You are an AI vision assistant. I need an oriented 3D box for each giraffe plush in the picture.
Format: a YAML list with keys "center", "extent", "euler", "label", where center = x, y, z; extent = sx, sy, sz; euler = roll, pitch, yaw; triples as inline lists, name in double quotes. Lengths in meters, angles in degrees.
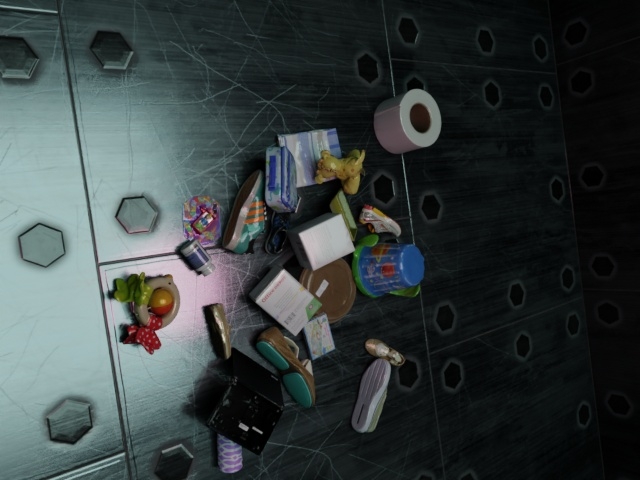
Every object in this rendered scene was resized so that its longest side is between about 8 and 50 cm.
- center: [0.066, -0.274, 1.991]
  extent: [0.170, 0.210, 0.181]
  euler: [6, 92, -9]
  label: "giraffe plush"

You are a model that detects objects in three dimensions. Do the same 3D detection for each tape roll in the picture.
- center: [0.372, -0.506, 2.231]
  extent: [0.246, 0.169, 0.246]
  euler: [2, 86, -34]
  label: "tape roll"

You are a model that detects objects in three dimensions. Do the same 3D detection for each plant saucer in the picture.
- center: [0.036, 0.189, 2.038]
  extent: [0.278, 0.041, 0.278]
  euler: [2, 87, -34]
  label: "plant saucer"
- center: [0.086, -0.099, 2.037]
  extent: [0.188, 0.045, 0.188]
  euler: [-64, 133, -73]
  label: "plant saucer"

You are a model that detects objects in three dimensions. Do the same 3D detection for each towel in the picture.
- center: [-0.030, -0.324, 2.025]
  extent: [0.285, 0.034, 0.209]
  euler: [-16, 97, -35]
  label: "towel"

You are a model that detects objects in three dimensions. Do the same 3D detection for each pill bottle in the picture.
- center: [-0.403, 0.059, 1.723]
  extent: [0.067, 0.067, 0.120]
  euler: [-45, 111, -28]
  label: "pill bottle"

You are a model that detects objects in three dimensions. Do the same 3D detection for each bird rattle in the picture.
- center: [-0.514, 0.210, 1.609]
  extent: [0.207, 0.143, 0.253]
  euler: [-29, 107, -49]
  label: "bird rattle"

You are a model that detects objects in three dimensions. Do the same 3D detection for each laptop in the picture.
- center: [-0.253, 0.538, 1.759]
  extent: [0.234, 0.136, 0.264]
  euler: [40, 66, -26]
  label: "laptop"

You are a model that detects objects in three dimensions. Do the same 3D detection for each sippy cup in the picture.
- center: [0.283, 0.106, 2.080]
  extent: [0.305, 0.224, 0.240]
  euler: [7, 79, -44]
  label: "sippy cup"

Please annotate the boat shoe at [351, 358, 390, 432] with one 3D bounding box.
- center: [0.214, 0.629, 2.111]
  extent: [0.094, 0.109, 0.302]
  euler: [32, 79, -45]
  label: "boat shoe"

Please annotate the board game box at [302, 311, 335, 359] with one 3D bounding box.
- center: [-0.010, 0.363, 1.978]
  extent: [0.103, 0.026, 0.154]
  euler: [-21, 109, -23]
  label: "board game box"

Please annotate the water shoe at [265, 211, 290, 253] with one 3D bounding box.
- center: [-0.140, -0.044, 1.903]
  extent: [0.073, 0.080, 0.203]
  euler: [21, 75, -32]
  label: "water shoe"

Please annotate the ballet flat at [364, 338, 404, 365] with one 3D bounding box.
- center: [0.275, 0.466, 2.170]
  extent: [0.206, 0.067, 0.073]
  euler: [30, 71, -30]
  label: "ballet flat"

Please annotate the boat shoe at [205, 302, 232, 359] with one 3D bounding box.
- center: [-0.328, 0.306, 1.766]
  extent: [0.072, 0.068, 0.190]
  euler: [-17, 97, -46]
  label: "boat shoe"

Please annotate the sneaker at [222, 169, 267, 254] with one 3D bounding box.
- center: [-0.239, -0.094, 1.829]
  extent: [0.121, 0.108, 0.302]
  euler: [25, 81, -33]
  label: "sneaker"

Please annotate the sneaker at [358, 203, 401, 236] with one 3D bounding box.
- center: [0.246, -0.069, 2.183]
  extent: [0.225, 0.088, 0.093]
  euler: [30, 91, -30]
  label: "sneaker"

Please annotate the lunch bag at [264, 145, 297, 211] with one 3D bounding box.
- center: [-0.140, -0.214, 1.839]
  extent: [0.176, 0.090, 0.219]
  euler: [48, 40, -72]
  label: "lunch bag"

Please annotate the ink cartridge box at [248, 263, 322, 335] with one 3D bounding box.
- center: [-0.126, 0.213, 1.870]
  extent: [0.154, 0.093, 0.212]
  euler: [-49, 115, -9]
  label: "ink cartridge box"

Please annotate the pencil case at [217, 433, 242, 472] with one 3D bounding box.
- center: [-0.303, 0.671, 1.753]
  extent: [0.088, 0.086, 0.206]
  euler: [9, 82, -71]
  label: "pencil case"

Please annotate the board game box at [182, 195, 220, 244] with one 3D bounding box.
- center: [-0.394, -0.070, 1.757]
  extent: [0.133, 0.033, 0.169]
  euler: [-1, 88, -35]
  label: "board game box"

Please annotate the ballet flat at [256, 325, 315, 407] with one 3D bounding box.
- center: [-0.104, 0.449, 1.899]
  extent: [0.342, 0.116, 0.124]
  euler: [54, 41, -15]
  label: "ballet flat"

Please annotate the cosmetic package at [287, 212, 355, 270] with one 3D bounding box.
- center: [0.000, 0.000, 1.931]
  extent: [0.183, 0.151, 0.151]
  euler: [-24, 102, -18]
  label: "cosmetic package"
